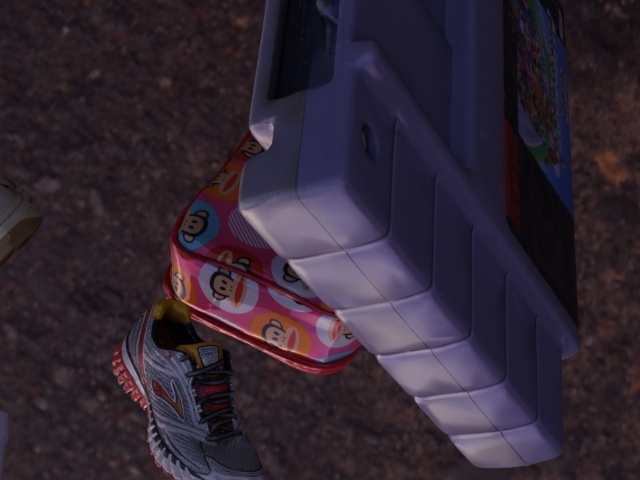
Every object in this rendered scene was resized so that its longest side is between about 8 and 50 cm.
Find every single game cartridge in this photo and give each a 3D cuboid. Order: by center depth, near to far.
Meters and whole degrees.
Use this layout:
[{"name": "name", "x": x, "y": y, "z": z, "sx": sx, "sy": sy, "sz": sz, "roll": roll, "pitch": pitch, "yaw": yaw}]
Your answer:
[{"name": "game cartridge", "x": 0.058, "y": -0.097, "z": 0.635, "sx": 0.068, "sy": 0.355, "sz": 0.230, "roll": -17, "pitch": 139, "yaw": 28}]

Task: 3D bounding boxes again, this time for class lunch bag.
[{"name": "lunch bag", "x": 0.000, "y": 0.000, "z": 1.413, "sx": 0.258, "sy": 0.293, "sz": 0.120, "roll": 24, "pitch": 132, "yaw": 11}]

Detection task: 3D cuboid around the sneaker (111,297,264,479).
[{"name": "sneaker", "x": -0.118, "y": 0.143, "z": 1.221, "sx": 0.225, "sy": 0.088, "sz": 0.093, "roll": 51, "pitch": 122, "yaw": 34}]

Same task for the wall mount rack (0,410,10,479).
[{"name": "wall mount rack", "x": -0.320, "y": 0.184, "z": 1.072, "sx": 0.350, "sy": 0.130, "sz": 0.304, "roll": 33, "pitch": 167, "yaw": -31}]

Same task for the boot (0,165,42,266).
[{"name": "boot", "x": -0.253, "y": -0.056, "z": 0.799, "sx": 0.165, "sy": 0.077, "sz": 0.213, "roll": 48, "pitch": 168, "yaw": -18}]
